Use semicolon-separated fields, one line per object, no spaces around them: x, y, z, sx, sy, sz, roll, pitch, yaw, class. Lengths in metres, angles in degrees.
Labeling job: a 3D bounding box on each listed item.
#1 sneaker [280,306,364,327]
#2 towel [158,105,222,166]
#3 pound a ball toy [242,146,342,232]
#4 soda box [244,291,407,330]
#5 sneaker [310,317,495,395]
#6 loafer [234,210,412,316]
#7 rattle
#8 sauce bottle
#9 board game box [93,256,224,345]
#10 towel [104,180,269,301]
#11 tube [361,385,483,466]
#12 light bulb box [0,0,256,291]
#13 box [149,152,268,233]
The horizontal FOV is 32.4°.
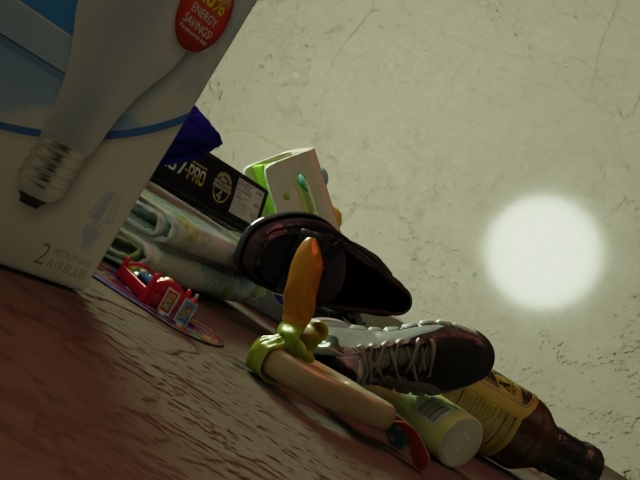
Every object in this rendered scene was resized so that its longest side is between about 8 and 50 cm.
-0.006;0.109;1.475;0.121;0.079;0.217;30;1;-21;sneaker
-0.280;-0.236;1.507;0.308;0.076;0.227;50;26;9;towel
0.000;0.000;1.933;0.208;0.135;0.319;4;-66;67;pound a ball toy
-0.009;0.096;1.649;0.286;0.098;0.091;30;0;-10;soda box
0.066;0.136;1.165;0.228;0.086;0.132;1;9;12;sneaker
0.017;0.038;1.405;0.095;0.109;0.302;30;6;36;loafer
0.040;0.112;1.056;0.199;0.143;0.130;25;-18;2;rattle
0.228;0.233;1.470;0.344;0.111;0.111;32;0;-18;sauce bottle
-0.160;0.047;1.090;0.168;0.033;0.133;32;1;11;board game box
-0.246;-0.037;1.369;0.320;0.090;0.374;33;2;18;towel
0.091;0.182;1.275;0.070;0.062;0.240;45;-9;-37;tube
-0.253;-0.198;0.812;0.225;0.361;0.358;31;1;27;light bulb box
-0.317;-0.129;1.792;0.318;0.097;0.395;11;-11;33;box
